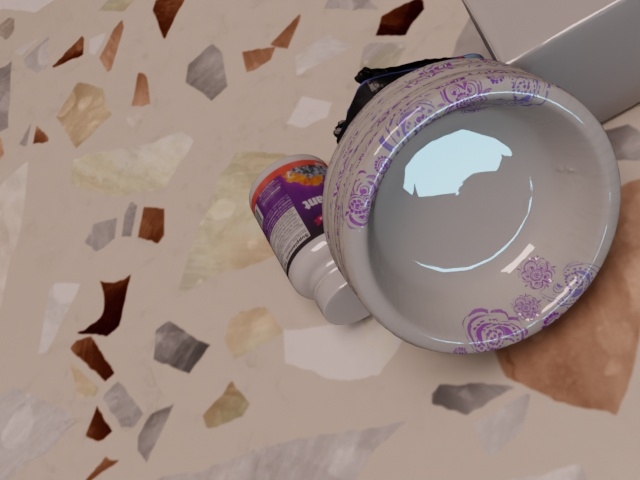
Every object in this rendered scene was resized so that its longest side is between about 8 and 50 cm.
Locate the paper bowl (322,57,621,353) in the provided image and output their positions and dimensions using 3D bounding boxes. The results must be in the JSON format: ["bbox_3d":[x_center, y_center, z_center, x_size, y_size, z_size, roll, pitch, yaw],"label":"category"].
[{"bbox_3d":[0.141,-0.041,1.026,0.284,0.284,0.148,-43,25,3],"label":"paper bowl"}]

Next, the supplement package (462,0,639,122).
[{"bbox_3d":[0.317,-0.268,1.102,0.293,0.177,0.175,-29,54,12],"label":"supplement package"}]

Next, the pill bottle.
[{"bbox_3d":[0.000,0.000,1.179,0.108,0.108,0.193,-36,54,8],"label":"pill bottle"}]

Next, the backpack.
[{"bbox_3d":[0.119,-0.134,1.163,0.173,0.158,0.117,-19,72,-19],"label":"backpack"}]
